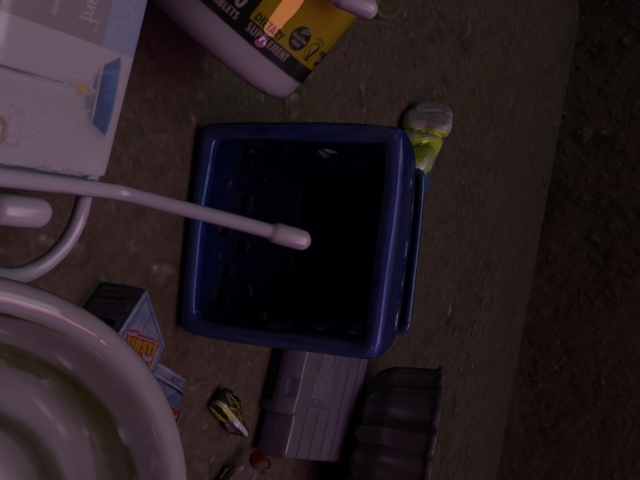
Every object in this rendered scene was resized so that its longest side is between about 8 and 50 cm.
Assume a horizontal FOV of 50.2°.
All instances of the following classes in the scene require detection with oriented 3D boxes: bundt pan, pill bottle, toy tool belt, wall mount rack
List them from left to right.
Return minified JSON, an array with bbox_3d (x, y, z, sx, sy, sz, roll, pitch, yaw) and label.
[{"bbox_3d":[-0.104,-0.116,0.476,0.304,0.130,0.350,3,107,-61],"label":"wall mount rack"},{"bbox_3d":[-0.102,0.306,0.858,0.083,0.052,0.051,-48,167,-44],"label":"toy tool belt"},{"bbox_3d":[0.003,-0.309,0.609,0.334,0.188,0.188,-48,155,12],"label":"pill bottle"},{"bbox_3d":[0.112,0.359,1.124,0.331,0.124,0.331,10,90,-82],"label":"bundt pan"}]

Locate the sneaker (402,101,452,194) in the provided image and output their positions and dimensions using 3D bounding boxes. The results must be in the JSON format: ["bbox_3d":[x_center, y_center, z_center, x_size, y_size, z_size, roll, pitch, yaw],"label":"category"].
[{"bbox_3d":[0.179,-0.160,1.277,0.126,0.091,0.240,96,20,-44],"label":"sneaker"}]

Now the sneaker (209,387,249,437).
[{"bbox_3d":[-0.105,0.212,0.839,0.035,0.031,0.083,-64,146,-35],"label":"sneaker"}]

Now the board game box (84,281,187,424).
[{"bbox_3d":[-0.190,0.149,0.633,0.194,0.060,0.194,51,52,-54],"label":"board game box"}]

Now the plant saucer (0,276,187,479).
[{"bbox_3d":[-0.267,0.206,0.400,0.400,0.100,0.401,-13,108,-45],"label":"plant saucer"}]

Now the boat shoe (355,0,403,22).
[{"bbox_3d":[0.053,-0.456,0.931,0.113,0.103,0.303,-4,100,-49],"label":"boat shoe"}]

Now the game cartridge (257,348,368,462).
[{"bbox_3d":[0.012,0.146,1.026,0.230,0.068,0.355,34,66,-55],"label":"game cartridge"}]

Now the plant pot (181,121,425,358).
[{"bbox_3d":[0.000,0.000,0.791,0.212,0.235,0.236,10,86,-68],"label":"plant pot"}]
